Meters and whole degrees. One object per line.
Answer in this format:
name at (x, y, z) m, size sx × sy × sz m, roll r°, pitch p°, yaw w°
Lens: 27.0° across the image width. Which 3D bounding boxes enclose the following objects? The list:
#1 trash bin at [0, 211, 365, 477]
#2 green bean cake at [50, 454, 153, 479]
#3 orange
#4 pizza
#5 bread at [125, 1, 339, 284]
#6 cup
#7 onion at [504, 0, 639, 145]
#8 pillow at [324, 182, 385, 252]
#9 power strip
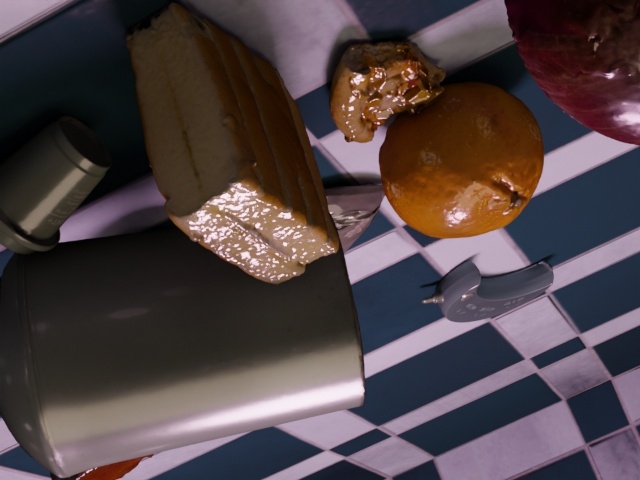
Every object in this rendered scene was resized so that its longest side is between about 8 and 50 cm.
trash bin at (-0.181, 0.116, 1.587) m, size 0.432 × 0.280 × 0.280 m, roll -10°, pitch 155°, yaw -5°
green bean cake at (-0.333, 0.298, 2.133) m, size 0.233 × 0.198 × 0.097 m, roll -23°, pitch 158°, yaw -6°
orange at (0.184, -0.101, 1.726) m, size 0.219 × 0.193 × 0.219 m, roll -11°, pitch 138°, yaw -10°
pizza at (0.084, -0.180, 1.621) m, size 0.161 × 0.062 × 0.182 m, roll -19°, pitch 155°, yaw -18°
bread at (-0.095, -0.105, 1.413) m, size 0.111 × 0.246 × 0.239 m, roll -25°, pitch 154°, yaw 16°
cup at (-0.307, -0.064, 1.483) m, size 0.141 × 0.120 × 0.120 m, roll -39°, pitch 152°, yaw 19°
onion at (0.320, -0.275, 1.376) m, size 0.348 × 0.347 × 0.385 m, roll -11°, pitch -167°, yaw -23°
pillow at (0.000, 0.000, 1.941) m, size 0.169 × 0.059 × 0.255 m, roll -10°, pitch 153°, yaw -31°
power strip at (0.289, 0.091, 2.383) m, size 0.253 × 0.054 × 0.167 m, roll -2°, pitch 149°, yaw -40°
